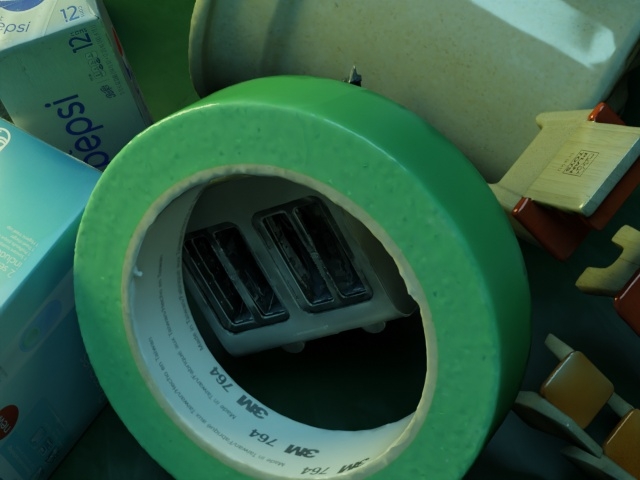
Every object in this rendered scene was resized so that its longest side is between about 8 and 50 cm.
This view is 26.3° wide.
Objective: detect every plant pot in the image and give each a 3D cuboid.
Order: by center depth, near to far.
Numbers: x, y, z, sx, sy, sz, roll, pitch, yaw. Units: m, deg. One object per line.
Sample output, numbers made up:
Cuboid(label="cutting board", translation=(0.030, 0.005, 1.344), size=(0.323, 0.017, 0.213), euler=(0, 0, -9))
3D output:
Cuboid(label="plant pot", translation=(0.111, -0.186, 1.127), size=(0.305, 0.334, 0.334), euler=(31, 68, 12))

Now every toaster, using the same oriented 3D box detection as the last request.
Cuboid(label="toaster", translation=(-0.018, -0.010, 1.053), size=(0.168, 0.186, 0.110), euler=(-16, 25, 30))

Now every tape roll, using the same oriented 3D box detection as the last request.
Cuboid(label="tape roll", translation=(-0.018, 0.049, 0.950), size=(0.321, 0.321, 0.077), euler=(19, 28, 19))

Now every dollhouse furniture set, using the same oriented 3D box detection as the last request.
Cuboid(label="dollhouse furniture set", translation=(0.241, 0.028, 0.962), size=(0.262, 0.259, 0.135), euler=(-50, 23, -8))

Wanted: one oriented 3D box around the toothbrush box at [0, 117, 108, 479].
Cuboid(label="toothbrush box", translation=(-0.266, 0.090, 1.053), size=(0.126, 0.216, 0.295), euler=(28, 66, 23))

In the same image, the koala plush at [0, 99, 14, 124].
Cuboid(label="koala plush", translation=(-0.382, -0.240, 1.302), size=(0.221, 0.203, 0.196), euler=(12, 61, 29))

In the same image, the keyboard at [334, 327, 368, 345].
Cuboid(label="keyboard", translation=(0.000, 0.000, 1.181), size=(0.100, 0.038, 0.192), euler=(-49, 63, 7))

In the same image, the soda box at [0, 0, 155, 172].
Cuboid(label="soda box", translation=(-0.195, -0.107, 1.119), size=(0.098, 0.286, 0.091), euler=(-19, 58, -1))
